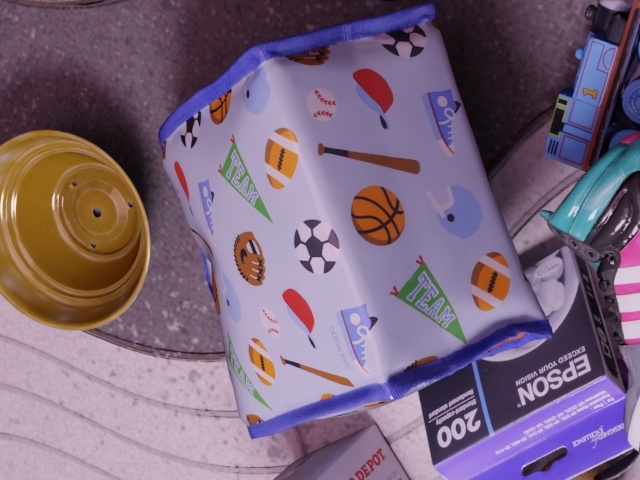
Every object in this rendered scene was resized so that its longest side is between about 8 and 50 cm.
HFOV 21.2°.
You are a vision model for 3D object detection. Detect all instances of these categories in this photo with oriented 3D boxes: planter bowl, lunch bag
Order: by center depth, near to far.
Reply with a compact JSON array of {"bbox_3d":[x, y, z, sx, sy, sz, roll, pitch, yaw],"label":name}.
[{"bbox_3d":[0.000,0.000,1.588,0.385,0.239,0.328,-29,78,58],"label":"lunch bag"},{"bbox_3d":[-0.255,-0.020,1.809,0.217,0.090,0.217,7,107,22],"label":"planter bowl"}]

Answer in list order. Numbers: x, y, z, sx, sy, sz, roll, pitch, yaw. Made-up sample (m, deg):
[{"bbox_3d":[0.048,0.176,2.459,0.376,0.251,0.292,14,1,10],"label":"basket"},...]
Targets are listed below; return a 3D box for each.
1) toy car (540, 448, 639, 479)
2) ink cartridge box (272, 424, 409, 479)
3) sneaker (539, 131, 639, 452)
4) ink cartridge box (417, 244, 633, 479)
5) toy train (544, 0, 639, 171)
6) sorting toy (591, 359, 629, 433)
[{"bbox_3d":[0.255,0.264,1.646,0.149,0.155,0.188,42,105,7],"label":"toy car"},{"bbox_3d":[0.048,0.353,1.725,0.117,0.201,0.278,-31,91,28],"label":"ink cartridge box"},{"bbox_3d":[0.270,0.029,1.486,0.178,0.124,0.295,30,120,34],"label":"sneaker"},{"bbox_3d":[0.187,0.139,1.621,0.206,0.045,0.208,-33,50,28],"label":"ink cartridge box"},{"bbox_3d":[0.274,-0.140,1.547,0.105,0.080,0.184,23,114,23],"label":"toy train"},{"bbox_3d":[0.405,0.139,1.546,0.365,0.126,0.127,-10,102,26],"label":"sorting toy"}]
